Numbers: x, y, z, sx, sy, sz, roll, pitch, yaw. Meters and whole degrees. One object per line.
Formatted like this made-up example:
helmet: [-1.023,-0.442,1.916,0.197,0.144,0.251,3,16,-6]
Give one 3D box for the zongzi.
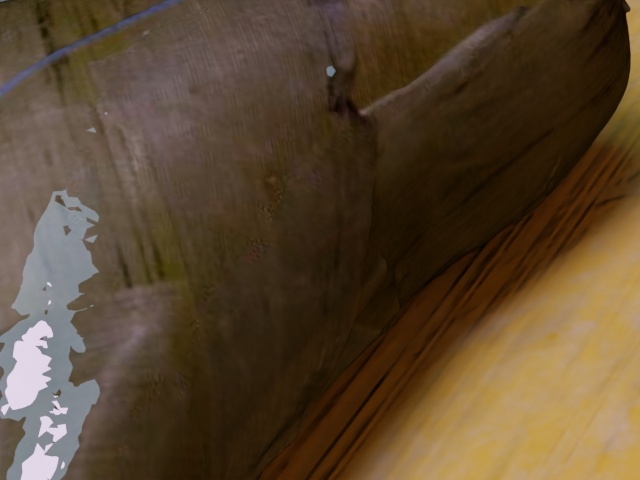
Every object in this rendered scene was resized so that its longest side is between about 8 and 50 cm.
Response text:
zongzi: [0.000,0.000,0.606,0.356,0.174,0.393,-19,34,-8]
